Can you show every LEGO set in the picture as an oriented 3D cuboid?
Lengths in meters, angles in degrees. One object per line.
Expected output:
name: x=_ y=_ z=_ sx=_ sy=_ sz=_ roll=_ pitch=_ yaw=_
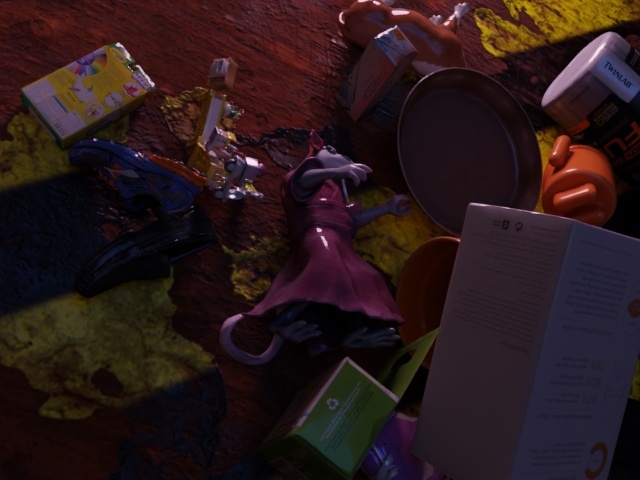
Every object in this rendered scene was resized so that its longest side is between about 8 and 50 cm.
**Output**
LEGO set: x=-0.136 y=-0.154 z=1.155 sx=0.107 sy=0.132 sz=0.287 roll=20 pitch=39 yaw=-31

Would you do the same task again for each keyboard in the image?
keyboard: x=0.427 y=0.332 z=1.224 sx=0.317 sy=0.033 sz=0.202 roll=18 pitch=58 yaw=-13

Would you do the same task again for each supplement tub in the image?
supplement tub: x=0.605 y=-0.232 z=1.417 sx=0.316 sy=0.193 sz=0.194 roll=40 pitch=61 yaw=-2

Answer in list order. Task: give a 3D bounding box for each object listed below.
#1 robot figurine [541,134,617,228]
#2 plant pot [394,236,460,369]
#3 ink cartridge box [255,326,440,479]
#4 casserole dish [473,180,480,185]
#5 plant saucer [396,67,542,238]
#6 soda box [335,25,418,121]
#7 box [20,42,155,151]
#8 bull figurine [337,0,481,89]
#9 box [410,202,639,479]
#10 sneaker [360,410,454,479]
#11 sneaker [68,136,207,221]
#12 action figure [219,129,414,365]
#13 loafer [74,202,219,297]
robot figurine: x=0.466 y=-0.098 z=1.325 sx=0.158 sy=0.128 sz=0.219 roll=28 pitch=32 yaw=2
plant pot: x=0.254 y=0.104 z=1.163 sx=0.187 sy=0.205 sz=0.205 roll=7 pitch=67 yaw=-35
ink cartridge box: x=0.039 y=0.213 z=1.031 sx=0.097 sy=0.189 sz=0.255 roll=38 pitch=60 yaw=-2
casserole dish: x=0.246 y=-0.158 z=1.340 sx=0.114 sy=0.037 sz=0.189 roll=7 pitch=67 yaw=-19
plant saucer: x=0.254 y=-0.145 z=1.277 sx=0.310 sy=0.050 sz=0.311 roll=6 pitch=76 yaw=-26
soda box: x=0.092 y=-0.278 z=1.242 sx=0.058 sy=0.183 sz=0.063 roll=-35 pitch=83 yaw=-28
box: x=-0.354 y=-0.227 z=1.132 sx=0.179 sy=0.043 sz=0.105 roll=-38 pitch=86 yaw=-26
bull figurine: x=0.183 y=-0.378 z=1.366 sx=0.310 sy=0.101 sz=0.189 roll=24 pitch=60 yaw=-14
box: x=0.284 y=0.145 z=0.962 sx=0.214 sy=0.168 sz=0.346 roll=12 pitch=93 yaw=-37
sneaker: x=0.102 y=0.357 z=0.988 sx=0.161 sy=0.102 sz=0.282 roll=29 pitch=37 yaw=-6
sneaker: x=-0.275 y=-0.089 z=1.056 sx=0.221 sy=0.083 sz=0.087 roll=17 pitch=86 yaw=20
action figure: x=0.000 y=0.000 z=1.139 sx=0.248 sy=0.275 sz=0.370 roll=40 pitch=32 yaw=-51
loafer: x=-0.246 y=0.023 z=1.057 sx=0.223 sy=0.076 sz=0.078 roll=-33 pitch=76 yaw=-32
